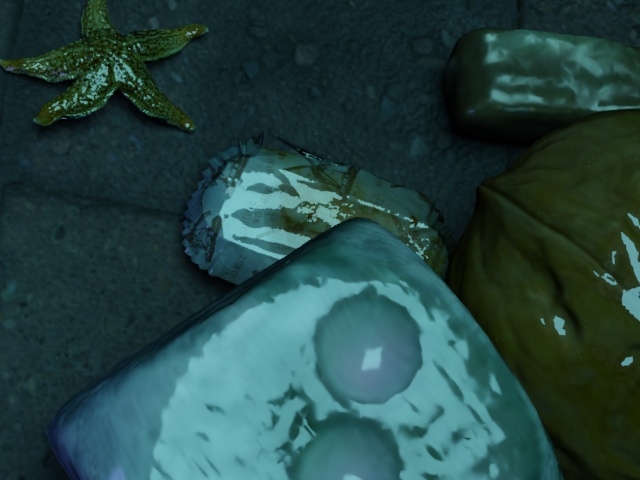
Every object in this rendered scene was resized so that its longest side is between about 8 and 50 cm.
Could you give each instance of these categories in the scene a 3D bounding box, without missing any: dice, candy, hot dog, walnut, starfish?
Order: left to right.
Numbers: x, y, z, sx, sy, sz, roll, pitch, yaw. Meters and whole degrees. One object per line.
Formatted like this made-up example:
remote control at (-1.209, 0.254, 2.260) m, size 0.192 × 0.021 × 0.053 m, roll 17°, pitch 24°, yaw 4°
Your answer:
starfish at (-0.209, -0.186, 1.783) m, size 0.208 × 0.053 × 0.175 m, roll -7°, pitch 65°, yaw -22°
dice at (-0.009, 0.203, 1.531) m, size 0.328 × 0.330 × 0.348 m, roll -35°, pitch 93°, yaw -12°
hot dog at (0.000, 0.000, 1.755) m, size 0.270 × 0.082 × 0.162 m, roll 21°, pitch 69°, yaw -4°
candy at (0.245, -0.155, 1.852) m, size 0.234 × 0.102 × 0.104 m, roll 2°, pitch 73°, yaw -11°
walnut at (0.306, 0.069, 1.688) m, size 0.398 × 0.308 × 0.354 m, roll 42°, pitch 84°, yaw -1°
